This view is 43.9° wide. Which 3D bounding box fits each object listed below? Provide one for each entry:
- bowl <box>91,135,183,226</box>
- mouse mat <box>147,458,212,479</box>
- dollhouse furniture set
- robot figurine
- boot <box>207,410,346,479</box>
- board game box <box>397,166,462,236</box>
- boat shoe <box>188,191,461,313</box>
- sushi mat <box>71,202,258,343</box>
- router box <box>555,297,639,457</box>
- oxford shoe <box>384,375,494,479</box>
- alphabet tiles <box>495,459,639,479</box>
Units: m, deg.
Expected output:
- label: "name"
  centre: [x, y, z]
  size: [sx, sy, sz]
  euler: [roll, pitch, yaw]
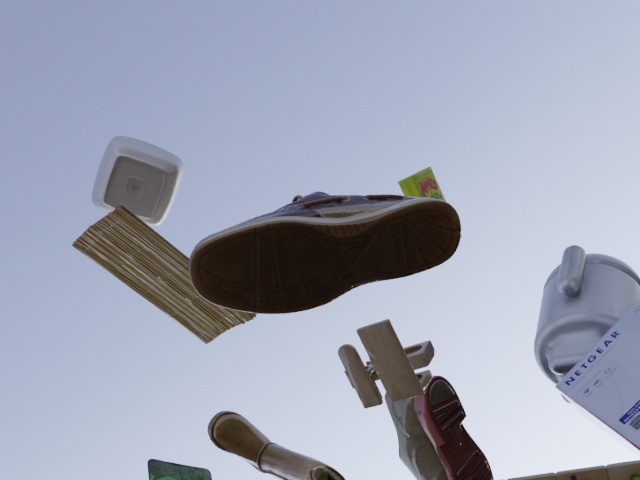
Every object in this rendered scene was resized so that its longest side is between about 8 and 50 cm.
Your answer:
- label: "bowl"
  centre: [-0.317, -0.098, 1.373]
  size: [0.142, 0.053, 0.142]
  euler: [20, -79, -13]
- label: "mouse mat"
  centre: [-0.335, 0.613, 1.939]
  size: [0.189, 0.153, 0.007]
  euler: [22, -55, -36]
- label: "dollhouse furniture set"
  centre: [0.098, 0.168, 1.249]
  size: [0.144, 0.123, 0.151]
  euler: [-22, 9, 31]
- label: "robot figurine"
  centre: [0.525, 0.159, 1.534]
  size: [0.199, 0.353, 0.300]
  euler: [-11, -63, 28]
- label: "boot"
  centre: [-0.094, 0.472, 1.744]
  size: [0.236, 0.269, 0.089]
  euler: [41, -112, -34]
- label: "board game box"
  centre: [0.252, -0.071, 1.824]
  size: [0.092, 0.043, 0.181]
  euler: [-28, -86, -49]
- label: "boat shoe"
  centre: [0.000, 0.000, 1.007]
  size: [0.341, 0.123, 0.123]
  euler: [-14, -67, -11]
- label: "sushi mat"
  centre: [-0.265, 0.065, 1.365]
  size: [0.151, 0.019, 0.316]
  euler: [-28, -58, 37]
- label: "router box"
  centre: [0.556, 0.176, 1.189]
  size: [0.335, 0.301, 0.082]
  euler: [-46, -76, -1]
- label: "oxford shoe"
  centre: [0.223, 0.414, 1.465]
  size: [0.123, 0.130, 0.348]
  euler: [-22, -85, -47]
- label: "alphabet tiles"
  centre: [0.300, 0.406, 0.932]
  size: [0.342, 0.011, 0.285]
  euler: [-11, -83, 9]
